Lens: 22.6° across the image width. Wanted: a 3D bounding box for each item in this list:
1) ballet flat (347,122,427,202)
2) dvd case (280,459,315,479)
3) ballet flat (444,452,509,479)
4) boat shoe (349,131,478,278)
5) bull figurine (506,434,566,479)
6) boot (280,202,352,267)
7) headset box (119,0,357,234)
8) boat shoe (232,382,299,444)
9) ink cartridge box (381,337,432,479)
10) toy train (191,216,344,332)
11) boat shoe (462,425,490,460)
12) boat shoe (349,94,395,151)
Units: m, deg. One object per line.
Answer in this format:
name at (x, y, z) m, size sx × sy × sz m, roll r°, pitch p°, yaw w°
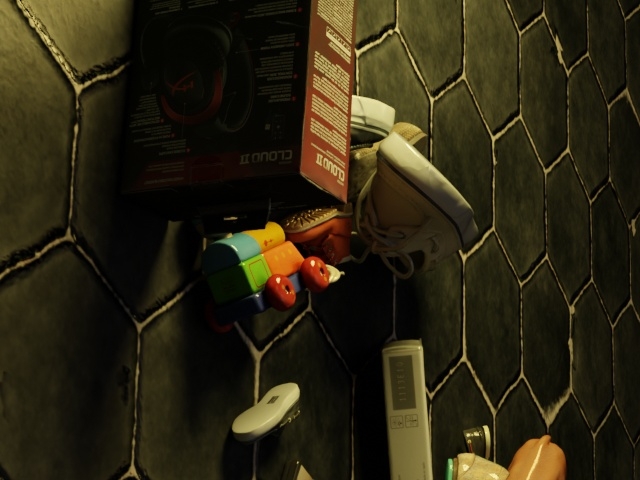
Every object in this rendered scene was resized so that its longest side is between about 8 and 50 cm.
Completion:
ballet flat at (0.066, -0.112, 2.136) m, size 0.250 × 0.058 × 0.084 m, roll -31°, pitch 151°, yaw -55°
dvd case at (-0.026, 0.414, 1.898) m, size 0.180 × 0.022 × 0.253 m, roll 57°, pitch 38°, yaw -42°
ballet flat at (0.210, 0.455, 2.202) m, size 0.107 × 0.106 × 0.316 m, roll 103°, pitch -5°, yaw -85°
boat shoe at (0.102, -0.023, 2.080) m, size 0.136 × 0.156 × 0.367 m, roll 45°, pitch -1°, yaw 15°
bull figurine at (0.286, 0.438, 2.381) m, size 0.310 × 0.101 × 0.188 m, roll -53°, pitch 150°, yaw -31°
boot at (0.000, 0.000, 1.983) m, size 0.158 × 0.059 × 0.085 m, roll -12°, pitch 101°, yaw -64°
headset box at (-0.084, -0.151, 1.668) m, size 0.110 × 0.218 × 0.293 m, roll 31°, pitch 58°, yaw -57°
boat shoe at (-0.057, 0.208, 1.846) m, size 0.142 × 0.049 × 0.040 m, roll -37°, pitch 119°, yaw -61°
ink cartridge box at (0.121, 0.273, 2.172) m, size 0.239 × 0.060 × 0.275 m, roll 6°, pitch 80°, yaw -88°
toy train at (-0.057, 0.004, 1.838) m, size 0.248 × 0.105 × 0.143 m, roll -26°, pitch 95°, yaw -61°
boat shoe at (0.231, 0.338, 2.393) m, size 0.049 × 0.042 × 0.133 m, roll -109°, pitch -167°, yaw -63°
boat shoe at (-0.031, -0.117, 1.902) m, size 0.335 × 0.121 × 0.119 m, roll -3°, pitch 96°, yaw -52°
